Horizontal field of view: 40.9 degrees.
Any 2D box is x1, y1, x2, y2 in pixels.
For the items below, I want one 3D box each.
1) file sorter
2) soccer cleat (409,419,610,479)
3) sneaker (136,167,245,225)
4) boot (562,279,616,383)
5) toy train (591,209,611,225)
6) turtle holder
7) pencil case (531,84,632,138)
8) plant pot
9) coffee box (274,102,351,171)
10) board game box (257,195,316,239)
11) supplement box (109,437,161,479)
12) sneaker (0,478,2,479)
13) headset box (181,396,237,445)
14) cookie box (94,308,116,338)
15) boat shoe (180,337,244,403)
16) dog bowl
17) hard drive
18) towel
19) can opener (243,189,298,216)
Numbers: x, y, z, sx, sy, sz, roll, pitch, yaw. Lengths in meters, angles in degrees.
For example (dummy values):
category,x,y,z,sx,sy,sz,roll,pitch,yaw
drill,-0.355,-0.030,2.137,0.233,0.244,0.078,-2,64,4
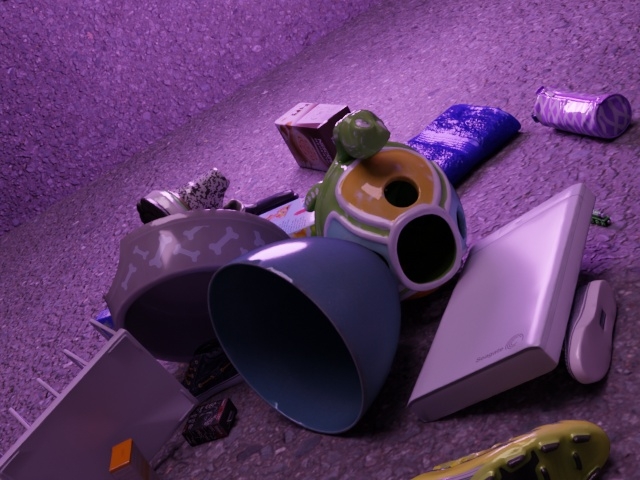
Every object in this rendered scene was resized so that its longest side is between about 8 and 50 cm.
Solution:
category,x,y,z,sx,sy,sz,roll,pitch,yaw
file sorter,-0.384,0.295,1.402,0.277,0.193,0.173,-50,31,-20
soccer cleat,0.179,0.266,0.964,0.289,0.093,0.121,-29,17,5
sneaker,-0.202,0.010,1.630,0.182,0.410,0.158,-39,67,-17
boot,0.325,0.125,1.111,0.086,0.069,0.190,-23,16,36
toy train,0.424,-0.042,1.354,0.017,0.023,0.083,-37,24,-13
turtle holder,0.124,-0.053,1.375,0.243,0.320,0.227,-2,19,-19
pencil case,0.484,-0.245,1.602,0.086,0.088,0.206,-38,25,-10
plant pot,0.005,0.107,1.264,0.290,0.290,0.195,-3,28,47
coffee box,0.002,-0.257,2.135,0.098,0.141,0.246,-39,24,-17
board game box,0.000,0.000,1.633,0.275,0.142,0.144,-22,26,20
supplement box,-0.282,0.362,1.316,0.036,0.098,0.062,-27,23,2
sneaker,-0.518,0.460,1.430,0.080,0.081,0.211,-32,25,-6
headset box,-0.178,0.295,1.405,0.083,0.032,0.062,-20,27,22
cookie box,-0.412,0.181,1.837,0.107,0.092,0.040,-18,30,26
boat shoe,-0.214,0.233,1.507,0.183,0.083,0.065,-29,24,7
dog bowl,-0.202,0.094,1.482,0.349,0.349,0.102,-25,53,15
hard drive,0.260,0.080,1.207,0.233,0.047,0.353,-36,16,42
towel,0.236,-0.179,1.784,0.308,0.076,0.228,-40,24,-18
can opener,-0.138,-0.077,2.076,0.186,0.073,0.059,-23,-14,12
